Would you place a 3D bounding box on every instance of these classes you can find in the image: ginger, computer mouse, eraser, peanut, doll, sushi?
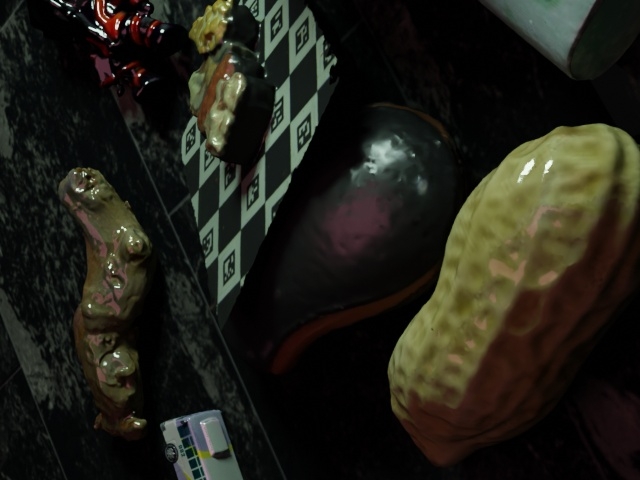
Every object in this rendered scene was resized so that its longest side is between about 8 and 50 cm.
[{"bbox_3d":[-0.216,0.066,1.503,0.122,0.084,0.290,-169,73,-66],"label":"ginger"},{"bbox_3d":[-0.003,0.000,1.250,0.323,0.116,0.183,-34,64,42],"label":"computer mouse"},{"bbox_3d":[0.163,-0.254,1.079,0.227,0.081,0.174,47,124,32],"label":"eraser"},{"bbox_3d":[0.143,0.049,1.095,0.325,0.140,0.153,-60,37,36],"label":"peanut"},{"bbox_3d":[-0.238,-0.239,1.482,0.248,0.088,0.127,35,98,26],"label":"doll"},{"bbox_3d":[-0.085,-0.113,1.273,0.264,0.050,0.290,-63,27,28],"label":"sushi"}]

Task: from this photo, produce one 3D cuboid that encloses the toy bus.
[{"bbox_3d":[-0.115,0.219,1.425,0.058,0.052,0.102,-28,77,40],"label":"toy bus"}]
